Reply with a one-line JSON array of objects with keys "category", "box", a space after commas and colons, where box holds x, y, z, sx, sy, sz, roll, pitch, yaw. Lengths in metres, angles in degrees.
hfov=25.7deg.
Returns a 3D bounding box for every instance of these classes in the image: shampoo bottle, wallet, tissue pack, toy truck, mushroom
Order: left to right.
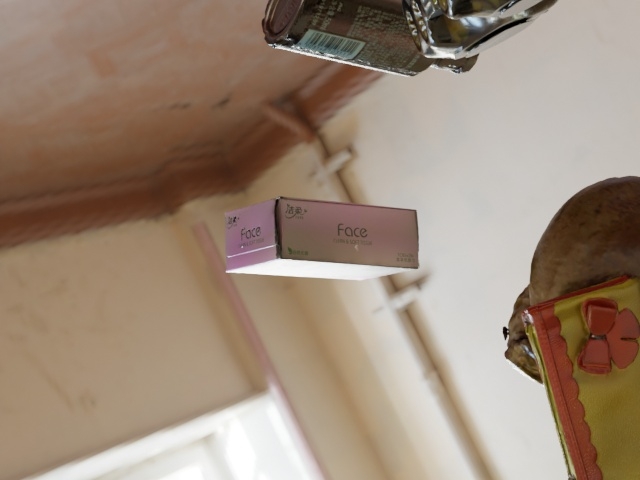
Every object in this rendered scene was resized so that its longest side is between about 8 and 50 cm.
[{"category": "tissue pack", "box": [0.000, 0.000, 1.993, 0.246, 0.092, 0.148, 4, 169, -36]}, {"category": "shampoo bottle", "box": [0.081, -0.296, 1.947, 0.323, 0.084, 0.129, 6, 128, -35]}, {"category": "toy truck", "box": [0.168, -0.351, 1.573, 0.180, 0.254, 0.405, -22, -179, -2]}, {"category": "wallet", "box": [0.310, 0.167, 1.497, 0.141, 0.241, 0.067, -15, 175, -6]}, {"category": "mushroom", "box": [0.348, 0.077, 1.665, 0.283, 0.195, 0.263, -45, 131, 17]}]
